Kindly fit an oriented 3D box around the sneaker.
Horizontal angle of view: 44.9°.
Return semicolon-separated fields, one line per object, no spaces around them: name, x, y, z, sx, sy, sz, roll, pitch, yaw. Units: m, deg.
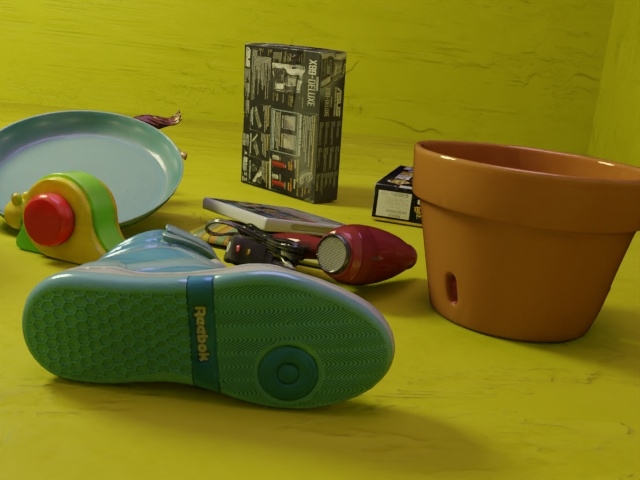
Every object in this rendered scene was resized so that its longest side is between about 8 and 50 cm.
sneaker;-0.089;0.055;0.734;0.319;0.127;0.208;8;15;3

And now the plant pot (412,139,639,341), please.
plant pot;0.249;-0.004;0.959;0.290;0.204;0.291;5;14;-1

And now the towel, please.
towel;-0.077;0.006;1.173;0.237;0.021;0.102;12;20;19

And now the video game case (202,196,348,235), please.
video game case;-0.068;-0.036;1.276;0.183;0.023;0.201;5;9;-37

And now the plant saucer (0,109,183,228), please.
plant saucer;-0.376;-0.105;1.215;0.317;0.044;0.318;6;40;-5

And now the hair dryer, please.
hair dryer;0.000;0.000;1.041;0.293;0.080;0.223;11;10;-15

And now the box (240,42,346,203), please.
box;-0.063;-0.253;1.629;0.076;0.308;0.242;-12;22;-43

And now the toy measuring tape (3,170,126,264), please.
toy measuring tape;-0.273;-0.024;1.003;0.330;0.121;0.121;11;14;19

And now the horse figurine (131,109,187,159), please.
horse figurine;-0.341;-0.152;1.370;0.174;0.066;0.263;23;45;-1

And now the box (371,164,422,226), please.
box;0.260;-0.087;1.585;0.257;0.079;0.322;7;13;12
